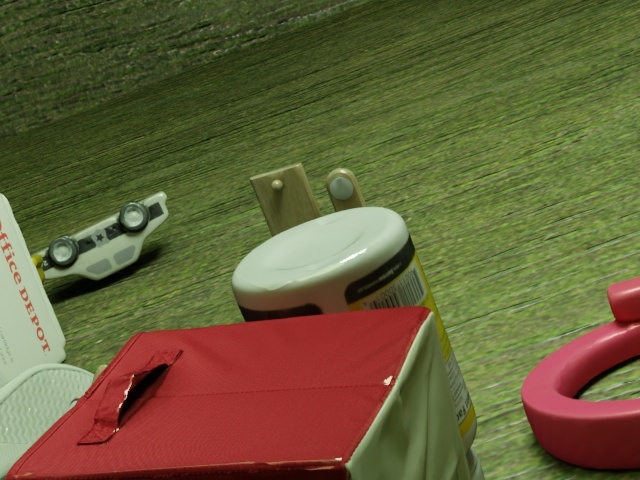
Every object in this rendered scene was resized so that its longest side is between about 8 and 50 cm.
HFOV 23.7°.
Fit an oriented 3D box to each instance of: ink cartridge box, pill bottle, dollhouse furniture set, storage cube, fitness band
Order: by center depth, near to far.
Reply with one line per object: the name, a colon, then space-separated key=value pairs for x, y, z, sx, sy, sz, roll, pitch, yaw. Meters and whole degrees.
storage cube: x=-0.029 y=0.165 z=0.858 sx=0.193 sy=0.215 sz=0.183 roll=-7 pitch=20 yaw=21
pill bottle: x=0.031 y=0.094 z=0.993 sx=0.119 sy=0.208 sz=0.119 roll=-19 pitch=17 yaw=6
fitness band: x=0.279 y=0.075 z=1.042 sx=0.291 sy=0.054 sz=0.209 roll=-17 pitch=20 yaw=16
dollhouse furniture set: x=0.000 y=0.000 z=1.477 sx=0.144 sy=0.123 sz=0.151 roll=-16 pitch=17 yaw=19
ink cartridge box: x=-0.396 y=0.098 z=1.503 sx=0.117 sy=0.207 sz=0.283 roll=-11 pitch=19 yaw=27

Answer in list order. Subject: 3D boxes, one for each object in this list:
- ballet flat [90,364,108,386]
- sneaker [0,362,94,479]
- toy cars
ballet flat: x=-0.133 y=0.169 z=1.156 sx=0.106 sy=0.107 sz=0.316 roll=-39 pitch=21 yaw=-19
sneaker: x=-0.285 y=0.188 z=1.293 sx=0.151 sy=0.094 sz=0.256 roll=-38 pitch=-12 yaw=32
toy cars: x=-0.320 y=0.052 z=1.780 sx=0.176 sy=0.087 sz=0.393 roll=-21 pitch=7 yaw=45
